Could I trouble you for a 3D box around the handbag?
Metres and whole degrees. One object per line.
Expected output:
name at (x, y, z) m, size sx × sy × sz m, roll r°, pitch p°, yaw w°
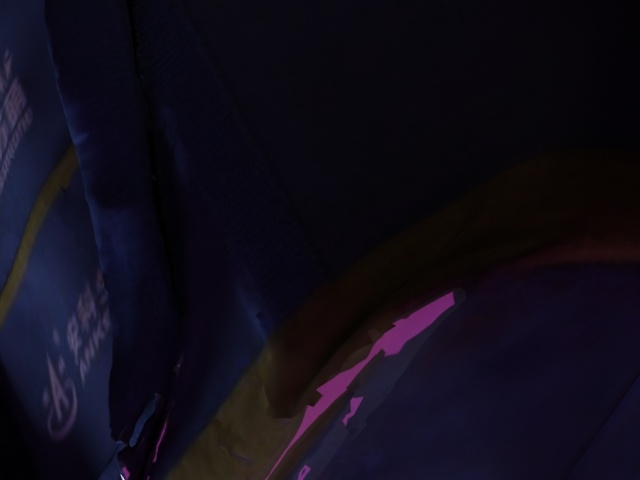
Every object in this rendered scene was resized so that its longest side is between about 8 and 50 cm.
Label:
handbag at (0.000, 0.000, 0.474) m, size 0.222 × 0.241 × 0.263 m, roll -1°, pitch 134°, yaw -35°
